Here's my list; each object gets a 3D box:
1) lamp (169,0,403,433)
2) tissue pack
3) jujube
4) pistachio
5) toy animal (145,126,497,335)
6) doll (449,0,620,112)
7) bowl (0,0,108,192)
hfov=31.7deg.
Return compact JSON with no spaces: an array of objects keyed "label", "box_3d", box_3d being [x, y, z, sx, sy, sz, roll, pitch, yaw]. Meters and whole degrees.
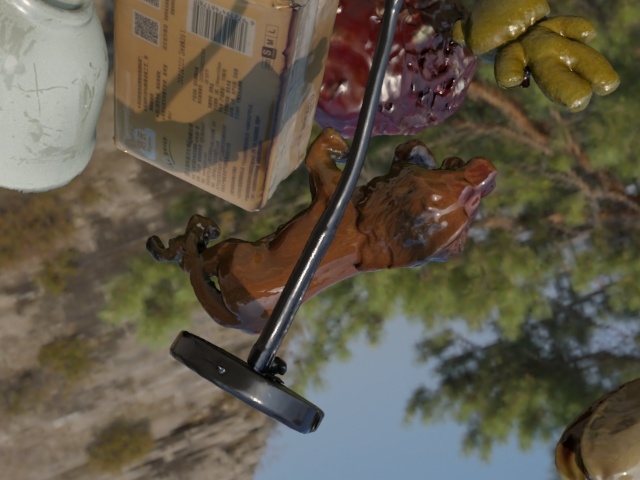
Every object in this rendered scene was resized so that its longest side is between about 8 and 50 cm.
[{"label":"lamp","box_3d":[0.008,-0.046,0.724,0.371,0.130,0.108,-65,166,14]},{"label":"tissue pack","box_3d":[-0.092,-0.231,1.258,0.239,0.238,0.305,-21,146,-26]},{"label":"jujube","box_3d":[0.088,-0.267,1.584,0.258,0.258,0.377,-19,-177,20]},{"label":"pistachio","box_3d":[0.359,0.223,1.259,0.206,0.131,0.129,-13,159,-27]},{"label":"toy animal","box_3d":[0.000,0.000,0.910,0.312,0.097,0.157,-30,-145,19]},{"label":"doll","box_3d":[0.257,-0.219,1.340,0.137,0.209,0.097,-34,149,-6]},{"label":"bowl","box_3d":[-0.305,-0.215,1.087,0.146,0.313,0.313,-39,173,27]}]
